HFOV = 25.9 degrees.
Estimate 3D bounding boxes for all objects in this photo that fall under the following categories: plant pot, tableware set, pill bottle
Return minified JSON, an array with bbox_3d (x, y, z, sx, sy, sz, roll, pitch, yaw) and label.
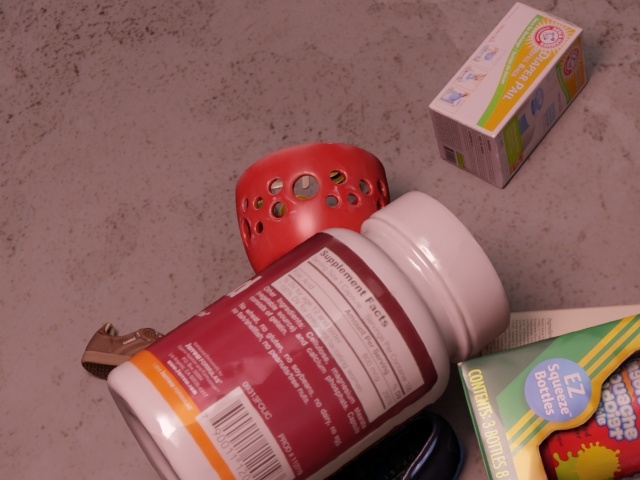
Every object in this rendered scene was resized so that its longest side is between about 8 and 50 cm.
[{"bbox_3d":[0.000,0.000,1.698,0.191,0.191,0.174,-14,63,6],"label":"plant pot"},{"bbox_3d":[-0.022,-0.069,1.844,0.154,0.024,0.104,-8,56,9],"label":"tableware set"},{"bbox_3d":[-0.007,0.126,1.481,0.392,0.224,0.224,-33,55,-16],"label":"pill bottle"}]

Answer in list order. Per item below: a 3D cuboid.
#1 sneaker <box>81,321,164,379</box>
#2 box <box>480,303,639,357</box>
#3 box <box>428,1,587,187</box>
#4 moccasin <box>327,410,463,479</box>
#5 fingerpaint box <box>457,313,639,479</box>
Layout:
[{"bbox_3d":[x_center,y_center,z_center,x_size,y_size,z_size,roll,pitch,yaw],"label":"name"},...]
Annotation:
[{"bbox_3d":[-0.207,0.140,1.731,0.188,0.066,0.071,8,59,19],"label":"sneaker"},{"bbox_3d":[0.320,0.140,1.569,0.275,0.094,0.113,-3,57,13],"label":"box"},{"bbox_3d":[0.245,-0.190,1.795,0.103,0.114,0.203,29,68,29],"label":"box"},{"bbox_3d":[0.003,0.299,1.535,0.342,0.117,0.137,-43,57,-14],"label":"moccasin"},{"bbox_3d":[0.369,0.293,1.350,0.371,0.163,0.445,-15,69,5],"label":"fingerpaint box"}]
